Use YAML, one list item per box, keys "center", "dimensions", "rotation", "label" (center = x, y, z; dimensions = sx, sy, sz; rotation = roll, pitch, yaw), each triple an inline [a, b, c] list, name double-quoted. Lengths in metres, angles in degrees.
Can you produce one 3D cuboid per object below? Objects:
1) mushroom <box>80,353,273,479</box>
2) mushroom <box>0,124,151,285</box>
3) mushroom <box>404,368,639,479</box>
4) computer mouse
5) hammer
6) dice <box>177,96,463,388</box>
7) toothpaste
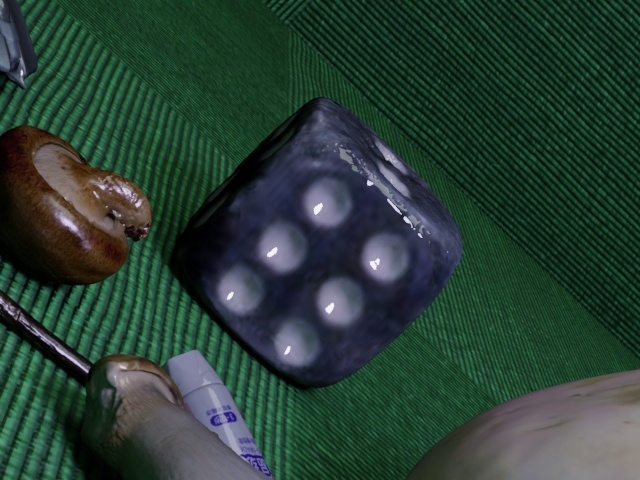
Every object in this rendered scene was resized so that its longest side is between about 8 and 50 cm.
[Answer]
- center: [-0.068, 0.155, 0.868]
  dimensions: [0.225, 0.093, 0.116]
  rotation: [42, -5, 27]
  label: "mushroom"
- center: [-0.177, -0.027, 1.058]
  dimensions: [0.127, 0.087, 0.127]
  rotation: [46, 9, -10]
  label: "mushroom"
- center: [0.226, 0.225, 1.005]
  dimensions: [0.353, 0.325, 0.353]
  rotation: [35, 27, -21]
  label: "mushroom"
- center: [-0.303, -0.219, 1.281]
  dimensions: [0.231, 0.071, 0.126]
  rotation: [51, 14, 18]
  label: "computer mouse"
- center: [-0.166, 0.066, 0.966]
  dimensions: [0.178, 0.021, 0.065]
  rotation: [43, 13, -23]
  label: "hammer"
- center: [0.000, 0.000, 1.314]
  dimensions: [0.181, 0.182, 0.183]
  rotation: [42, 12, -9]
  label: "dice"
- center: [-0.048, 0.160, 1.007]
  dimensions: [0.194, 0.043, 0.067]
  rotation: [58, 15, 23]
  label: "toothpaste"
